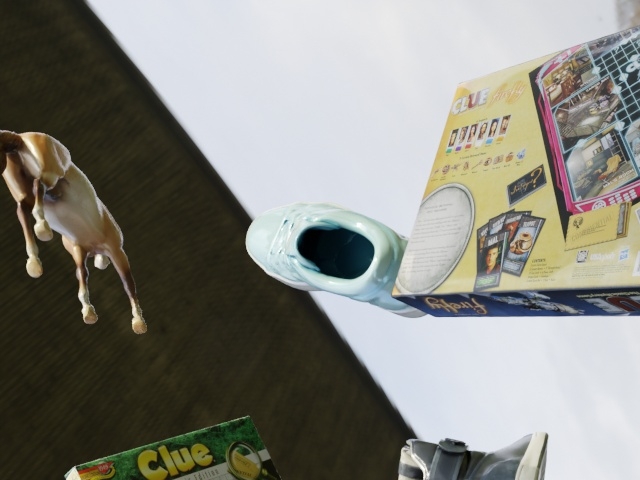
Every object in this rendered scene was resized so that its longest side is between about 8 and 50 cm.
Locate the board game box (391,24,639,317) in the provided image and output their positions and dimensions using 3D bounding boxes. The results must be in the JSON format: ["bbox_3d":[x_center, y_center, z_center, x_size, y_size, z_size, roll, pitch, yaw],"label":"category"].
[{"bbox_3d":[0.147,-0.037,0.614,0.042,0.243,0.165,26,-105,-26],"label":"board game box"}]

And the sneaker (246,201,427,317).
[{"bbox_3d":[0.000,0.000,1.398,0.150,0.366,0.135,29,-102,-42],"label":"sneaker"}]

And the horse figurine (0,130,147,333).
[{"bbox_3d":[-0.235,-0.022,0.936,0.263,0.066,0.174,55,-169,-52],"label":"horse figurine"}]

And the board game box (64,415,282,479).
[{"bbox_3d":[-0.152,0.290,1.183,0.259,0.030,0.136,-8,-121,-47],"label":"board game box"}]

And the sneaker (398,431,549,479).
[{"bbox_3d":[0.179,0.264,1.203,0.226,0.163,0.086,1,-88,-72],"label":"sneaker"}]
